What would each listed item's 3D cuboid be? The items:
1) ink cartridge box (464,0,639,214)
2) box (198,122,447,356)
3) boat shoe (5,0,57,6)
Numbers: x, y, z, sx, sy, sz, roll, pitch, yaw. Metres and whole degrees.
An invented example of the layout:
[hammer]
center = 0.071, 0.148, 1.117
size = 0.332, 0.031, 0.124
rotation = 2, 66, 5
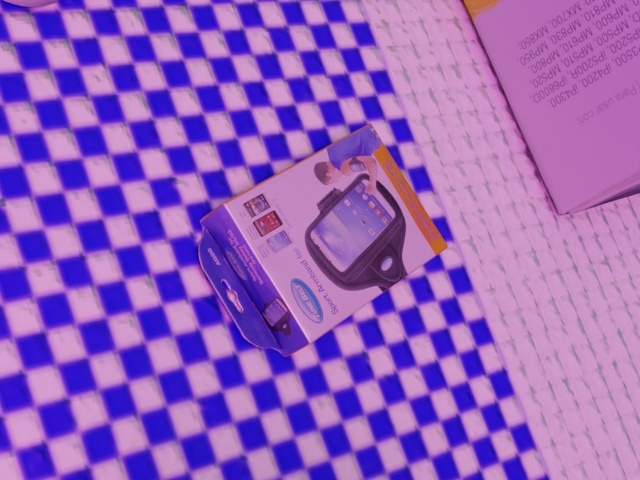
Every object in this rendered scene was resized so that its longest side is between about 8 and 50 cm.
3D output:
[ink cartridge box]
center = 0.215, -0.234, 0.857
size = 0.279, 0.160, 0.385
rotation = -15, 78, -41
[box]
center = 0.000, 0.000, 0.666
size = 0.136, 0.028, 0.081
rotation = -33, 90, -44
[boat shoe]
center = -0.086, -0.242, 0.675
size = 0.109, 0.091, 0.305
rotation = 39, 50, -16
